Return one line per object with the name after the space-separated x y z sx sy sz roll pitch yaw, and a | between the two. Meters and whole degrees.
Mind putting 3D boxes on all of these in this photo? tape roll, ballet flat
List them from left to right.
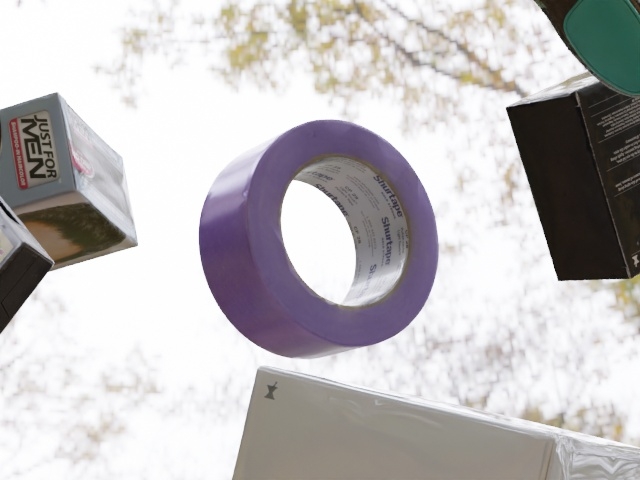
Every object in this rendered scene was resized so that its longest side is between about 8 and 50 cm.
0.000 0.000 1.198 0.189 0.189 0.080 24 -25 -28 | tape roll
0.198 -0.190 1.117 0.188 0.070 0.070 49 -55 -2 | ballet flat

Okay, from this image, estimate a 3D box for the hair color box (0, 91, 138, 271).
-0.399 -0.019 1.498 0.375 0.113 0.185 -16 -20 8 | hair color box

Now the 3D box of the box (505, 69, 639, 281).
0.323 -0.090 1.423 0.261 0.184 0.103 -25 9 -35 | box

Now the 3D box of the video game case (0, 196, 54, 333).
-0.327 0.077 1.098 0.035 0.248 0.275 39 -91 -31 | video game case

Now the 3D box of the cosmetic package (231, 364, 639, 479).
0.091 0.181 0.996 0.224 0.138 0.225 10 -7 35 | cosmetic package
